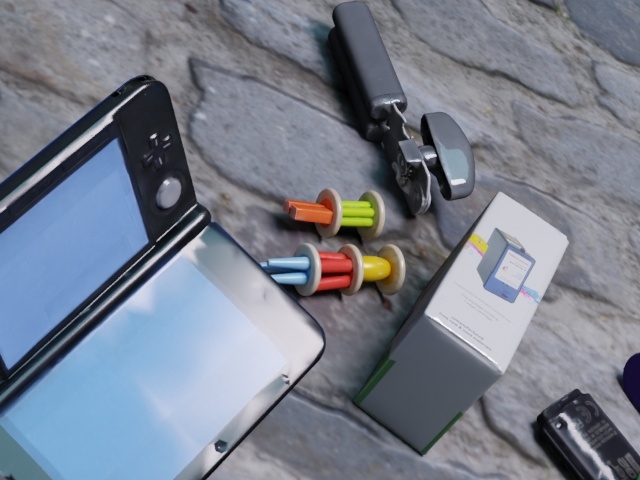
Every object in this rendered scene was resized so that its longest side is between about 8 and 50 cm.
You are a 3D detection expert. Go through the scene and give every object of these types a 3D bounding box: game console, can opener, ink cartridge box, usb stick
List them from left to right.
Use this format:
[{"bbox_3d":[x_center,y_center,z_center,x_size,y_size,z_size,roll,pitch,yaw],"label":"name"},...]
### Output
[{"bbox_3d":[-0.154,0.062,1.036,0.173,0.250,0.293,28,57,28],"label":"game console"},{"bbox_3d":[0.091,-0.153,1.480,0.095,0.076,0.283,-10,57,-14],"label":"can opener"},{"bbox_3d":[0.138,0.076,1.265,0.093,0.154,0.212,37,44,3],"label":"ink cartridge box"},{"bbox_3d":[0.320,0.270,1.294,0.077,0.045,0.278,-26,70,-34],"label":"usb stick"}]

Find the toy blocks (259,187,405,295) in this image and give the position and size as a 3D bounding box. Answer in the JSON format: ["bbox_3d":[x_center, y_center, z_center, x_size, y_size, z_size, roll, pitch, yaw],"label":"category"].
[{"bbox_3d":[0.000,0.000,1.317,0.148,0.054,0.123,1,54,-31],"label":"toy blocks"}]

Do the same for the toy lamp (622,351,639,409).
[{"bbox_3d":[0.451,0.123,1.478,0.274,0.080,0.080,-13,61,-39],"label":"toy lamp"}]

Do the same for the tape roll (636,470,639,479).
[{"bbox_3d":[0.388,0.314,1.176,0.321,0.077,0.321,16,67,-44],"label":"tape roll"}]
